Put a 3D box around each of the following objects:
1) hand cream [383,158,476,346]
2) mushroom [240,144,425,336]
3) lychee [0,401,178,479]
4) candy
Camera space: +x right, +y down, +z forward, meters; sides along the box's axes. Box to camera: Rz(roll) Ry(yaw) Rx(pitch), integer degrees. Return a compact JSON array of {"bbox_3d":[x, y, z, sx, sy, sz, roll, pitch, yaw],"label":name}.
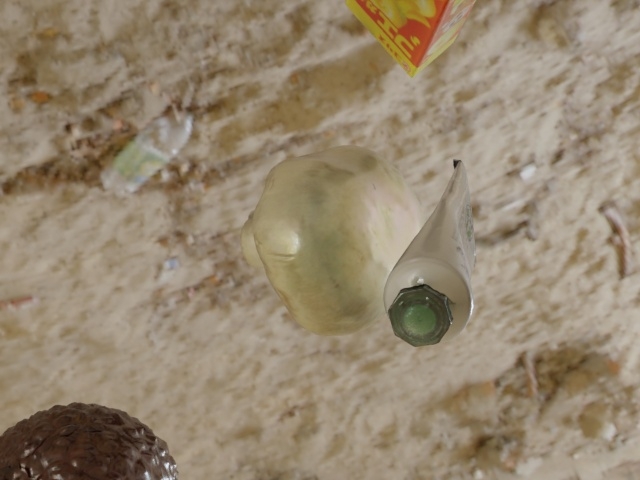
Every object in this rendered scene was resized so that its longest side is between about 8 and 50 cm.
[{"bbox_3d":[0.120,0.015,1.019,0.076,0.121,0.336,-2,-164,15],"label":"hand cream"},{"bbox_3d":[0.000,0.000,1.380,0.234,0.254,0.260,-12,146,36],"label":"mushroom"},{"bbox_3d":[-0.284,0.310,1.211,0.261,0.260,0.260,-18,156,-8],"label":"lychee"},{"bbox_3d":[0.118,-0.320,1.308,0.088,0.146,0.276,-41,172,-14],"label":"candy"}]
